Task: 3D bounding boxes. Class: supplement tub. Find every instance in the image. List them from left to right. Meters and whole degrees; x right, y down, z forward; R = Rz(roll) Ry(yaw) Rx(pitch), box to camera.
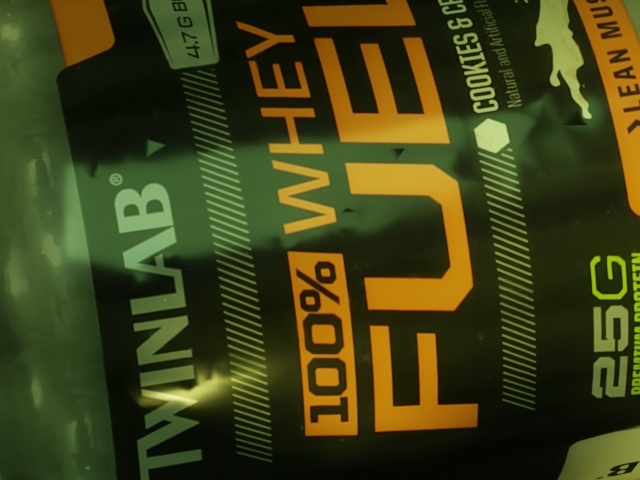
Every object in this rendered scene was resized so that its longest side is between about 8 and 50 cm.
[{"bbox_3d":[0.000,0.000,0.601,0.316,0.193,0.193,-10,69,-11],"label":"supplement tub"}]
